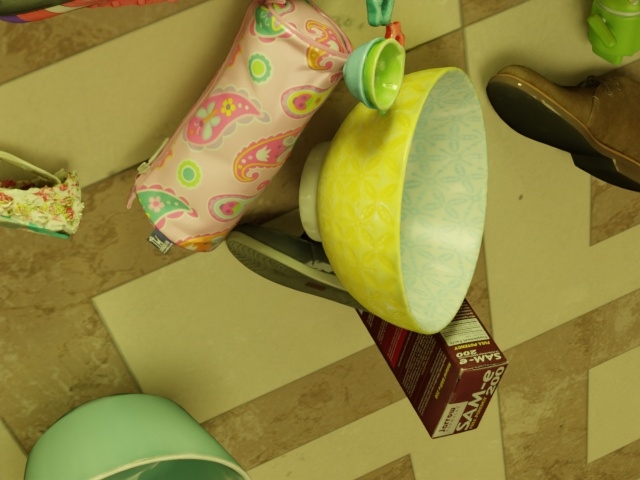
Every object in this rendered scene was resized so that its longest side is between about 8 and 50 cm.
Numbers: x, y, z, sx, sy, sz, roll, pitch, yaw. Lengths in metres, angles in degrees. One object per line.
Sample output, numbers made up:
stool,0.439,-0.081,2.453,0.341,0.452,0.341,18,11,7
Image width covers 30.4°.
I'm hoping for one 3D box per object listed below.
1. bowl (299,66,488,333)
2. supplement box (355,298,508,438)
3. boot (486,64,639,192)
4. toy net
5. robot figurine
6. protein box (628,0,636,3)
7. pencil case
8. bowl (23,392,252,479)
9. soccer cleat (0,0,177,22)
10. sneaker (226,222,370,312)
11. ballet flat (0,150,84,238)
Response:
bowl,0.070,-0.049,1.306,0.156,0.289,0.289,6,149,26
supplement box,0.131,0.112,1.472,0.073,0.239,0.130,-7,136,-25
boot,0.317,-0.162,1.433,0.305,0.112,0.115,23,88,-40
toy net,0.072,-0.238,1.129,0.122,0.045,0.232,5,95,-60
robot figurine,0.342,-0.258,1.343,0.101,0.067,0.115,-32,144,-25
protein box,0.297,-0.371,1.088,0.200,0.201,0.136,-36,140,7
pencil case,-0.083,-0.116,1.195,0.124,0.124,0.284,14,125,-41
bowl,-0.255,0.315,1.514,0.311,0.163,0.311,-17,139,-16
soccer cleat,-0.140,-0.247,1.035,0.318,0.109,0.116,-25,145,-9
sneaker,0.000,0.000,1.415,0.222,0.118,0.083,22,160,-17
ballet flat,-0.340,-0.054,1.150,0.241,0.091,0.077,9,97,-43
